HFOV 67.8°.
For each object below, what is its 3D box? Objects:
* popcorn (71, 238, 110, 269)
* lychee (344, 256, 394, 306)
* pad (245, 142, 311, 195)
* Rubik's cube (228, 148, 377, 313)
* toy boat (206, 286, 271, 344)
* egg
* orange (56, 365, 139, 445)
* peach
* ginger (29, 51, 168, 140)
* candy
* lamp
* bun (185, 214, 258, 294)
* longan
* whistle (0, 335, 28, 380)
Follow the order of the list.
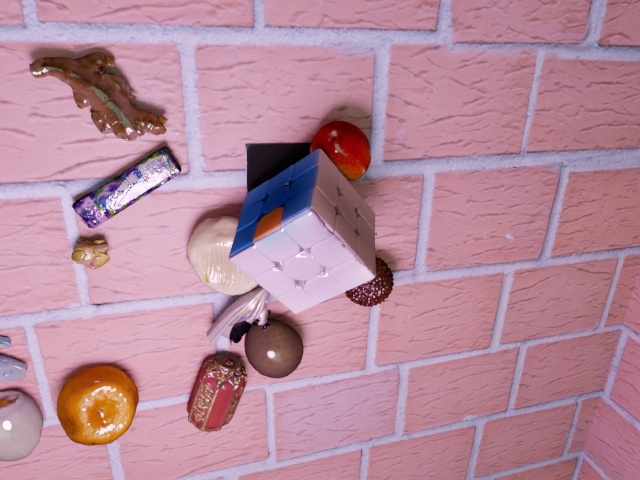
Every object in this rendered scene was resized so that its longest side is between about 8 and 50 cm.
[{"bbox_3d":[-0.665,0.037,1.381,0.097,0.109,0.089,22,71,-59],"label":"popcorn"},{"bbox_3d":[0.163,0.144,1.642,0.187,0.188,0.188,-6,114,-15],"label":"lychee"},{"bbox_3d":[-0.087,-0.210,1.506,0.299,0.005,0.202,-6,114,-16],"label":"pad"},{"bbox_3d":[-0.039,-0.021,1.339,0.290,0.292,0.291,-28,124,26],"label":"Rubik's cube"},{"bbox_3d":[-0.246,0.249,1.529,0.269,0.141,0.141,-30,122,28],"label":"toy boat"},{"bbox_3d":[-0.957,0.581,1.466,0.182,0.183,0.217,-10,108,-13],"label":"egg"},{"bbox_3d":[-0.714,0.520,1.522,0.248,0.183,0.249,-2,96,-25],"label":"orange"},{"bbox_3d":[0.058,-0.267,1.417,0.197,0.197,0.198,-6,114,-15],"label":"peach"},{"bbox_3d":[-0.560,-0.378,1.249,0.333,0.080,0.166,42,80,-21],"label":"ginger"},{"bbox_3d":[-0.546,-0.151,1.355,0.312,0.061,0.088,-33,115,-2],"label":"candy"},{"bbox_3d":[-0.360,0.527,1.646,0.176,0.177,0.274,15,109,-23],"label":"lamp"},{"bbox_3d":[-0.278,0.031,1.465,0.259,0.160,0.259,0,124,-1],"label":"bun"},{"bbox_3d":[-0.160,0.368,1.625,0.196,0.196,0.220,-45,114,4],"label":"longan"},{"bbox_3d":[-1.023,0.364,1.410,0.273,0.093,0.186,22,104,-28],"label":"whistle"}]
